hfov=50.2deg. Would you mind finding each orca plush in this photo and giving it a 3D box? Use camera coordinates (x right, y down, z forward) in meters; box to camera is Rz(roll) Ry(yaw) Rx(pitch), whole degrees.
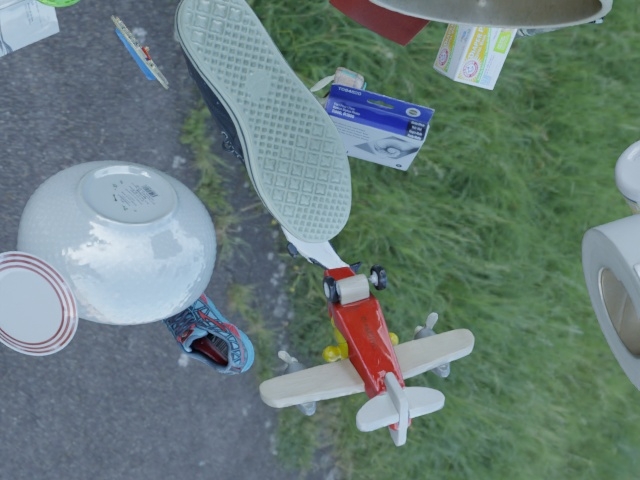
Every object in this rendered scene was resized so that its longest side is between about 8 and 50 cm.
[{"bbox_3d":[0.000,0.000,2.065,0.151,0.287,0.102,-61,-178,20],"label":"orca plush"}]

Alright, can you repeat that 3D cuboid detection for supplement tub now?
[{"bbox_3d":[0.694,-0.104,1.386,0.199,0.144,0.144,37,71,-44],"label":"supplement tub"}]

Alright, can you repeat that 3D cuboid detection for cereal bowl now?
[{"bbox_3d":[-0.337,-0.028,1.166,0.339,0.339,0.141,-29,150,-44],"label":"cereal bowl"}]

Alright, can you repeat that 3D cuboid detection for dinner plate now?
[{"bbox_3d":[-0.367,0.080,0.856,0.141,0.017,0.141,41,31,-32],"label":"dinner plate"}]

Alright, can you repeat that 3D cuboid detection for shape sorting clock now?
[{"bbox_3d":[-0.429,-0.450,1.635,0.040,0.206,0.206,-33,131,-2],"label":"shape sorting clock"}]

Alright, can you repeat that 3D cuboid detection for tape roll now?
[{"bbox_3d":[0.515,0.099,1.069,0.286,0.100,0.286,-17,90,-85],"label":"tape roll"}]

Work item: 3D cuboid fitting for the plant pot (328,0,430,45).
[{"bbox_3d":[0.223,-0.674,1.781,0.236,0.267,0.267,44,72,-7],"label":"plant pot"}]

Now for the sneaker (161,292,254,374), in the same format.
[{"bbox_3d":[-0.253,0.177,1.404,0.104,0.262,0.125,-57,169,8],"label":"sneaker"}]

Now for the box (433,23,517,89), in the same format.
[{"bbox_3d":[0.351,-0.453,1.517,0.114,0.103,0.203,6,117,-25],"label":"box"}]

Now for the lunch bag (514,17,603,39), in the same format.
[{"bbox_3d":[0.542,-0.651,1.647,0.212,0.256,0.305,-29,109,-32],"label":"lunch bag"}]

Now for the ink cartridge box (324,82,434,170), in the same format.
[{"bbox_3d":[0.110,-0.236,1.466,0.224,0.223,0.045,107,-3,-70],"label":"ink cartridge box"}]

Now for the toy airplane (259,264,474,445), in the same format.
[{"bbox_3d":[0.111,0.277,1.524,0.384,0.386,0.272,-59,169,-32],"label":"toy airplane"}]

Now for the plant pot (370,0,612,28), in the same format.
[{"bbox_3d":[0.236,-0.472,0.910,0.333,0.333,0.306,-3,103,-51],"label":"plant pot"}]

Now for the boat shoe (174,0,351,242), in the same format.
[{"bbox_3d":[-0.098,-0.221,1.251,0.186,0.156,0.500,-34,107,-8],"label":"boat shoe"}]

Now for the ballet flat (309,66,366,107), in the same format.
[{"bbox_3d":[0.002,-0.369,1.875,0.106,0.316,0.108,28,49,-19],"label":"ballet flat"}]

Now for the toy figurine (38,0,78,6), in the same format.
[{"bbox_3d":[-0.494,-0.521,1.196,0.130,0.173,0.159,-43,178,-10],"label":"toy figurine"}]

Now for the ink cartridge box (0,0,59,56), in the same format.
[{"bbox_3d":[-0.687,-0.450,1.310,0.289,0.211,0.121,-34,162,-25],"label":"ink cartridge box"}]
